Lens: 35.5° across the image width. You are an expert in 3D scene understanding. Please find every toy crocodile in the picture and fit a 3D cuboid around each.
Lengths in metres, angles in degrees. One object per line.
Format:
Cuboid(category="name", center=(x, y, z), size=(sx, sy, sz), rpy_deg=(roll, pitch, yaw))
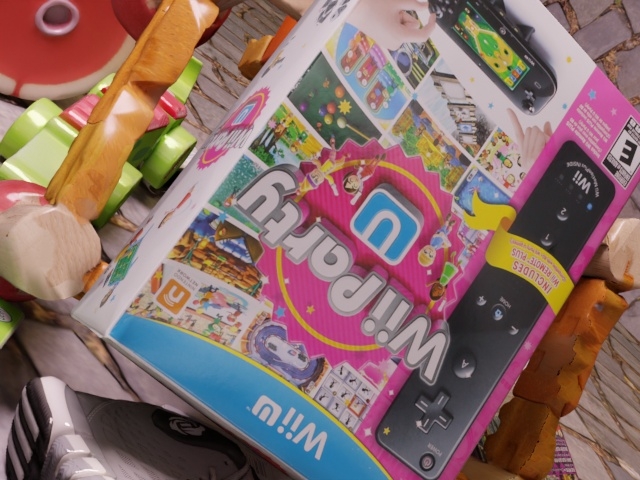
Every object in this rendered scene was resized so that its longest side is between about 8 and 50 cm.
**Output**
Cuboid(category="toy crocodile", center=(-0.194, -0.102, 0.939), size=(0.115, 0.105, 0.340), rpy_deg=(40, 25, -2))

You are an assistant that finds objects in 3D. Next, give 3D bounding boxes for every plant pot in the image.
Cuboid(category="plant pot", center=(-0.297, -0.293, 1.030), size=(0.275, 0.275, 0.243), rpy_deg=(24, 30, -45))

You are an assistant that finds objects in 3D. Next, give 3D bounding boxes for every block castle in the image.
Cuboid(category="block castle", center=(0.000, 0.000, 0.744), size=(0.453, 0.303, 0.213), rpy_deg=(33, -11, -23))

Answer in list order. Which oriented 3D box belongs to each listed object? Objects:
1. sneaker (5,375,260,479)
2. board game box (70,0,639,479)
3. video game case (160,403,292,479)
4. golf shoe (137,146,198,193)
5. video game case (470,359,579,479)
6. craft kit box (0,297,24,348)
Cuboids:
Cuboid(category="sneaker", center=(-0.074, 0.154, 0.516), size=(0.132, 0.086, 0.229), rpy_deg=(10, 29, -34))
Cuboid(category="board game box", center=(0.039, -0.009, 0.593), size=(0.224, 0.303, 0.097), rpy_deg=(40, -13, -22))
Cuboid(category="video game case", center=(-0.008, 0.220, 0.649), size=(0.227, 0.026, 0.206), rpy_deg=(33, 16, -27))
Cuboid(category="golf shoe", center=(-0.111, -0.068, 1.093), size=(0.176, 0.069, 0.086), rpy_deg=(1, 40, -13))
Cuboid(category="video game case", center=(0.183, 0.201, 0.976), size=(0.232, 0.042, 0.210), rpy_deg=(16, 52, -56))
Cuboid(category="craft kit box", center=(-0.276, 0.014, 0.467), size=(0.246, 0.061, 0.250), rpy_deg=(34, 5, -10))
